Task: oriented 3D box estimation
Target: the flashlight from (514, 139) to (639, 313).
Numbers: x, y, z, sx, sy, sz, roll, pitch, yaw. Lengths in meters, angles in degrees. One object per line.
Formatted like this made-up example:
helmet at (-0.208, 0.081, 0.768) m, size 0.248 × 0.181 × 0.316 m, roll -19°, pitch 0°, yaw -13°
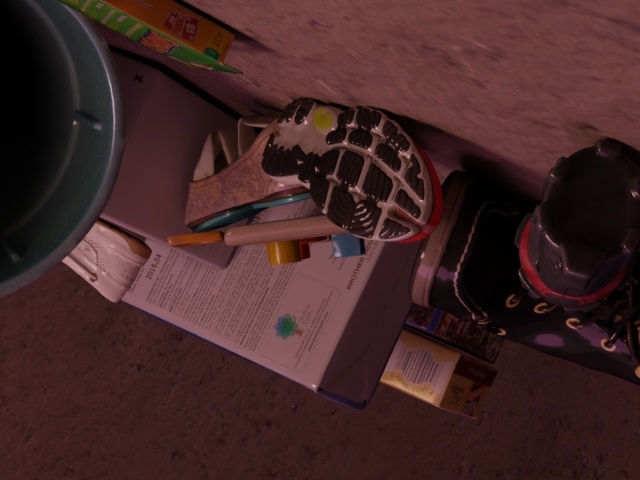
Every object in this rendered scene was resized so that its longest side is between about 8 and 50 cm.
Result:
flashlight at (0.202, -0.009, 1.126) m, size 0.103 × 0.103 × 0.304 m, roll 58°, pitch 179°, yaw 12°

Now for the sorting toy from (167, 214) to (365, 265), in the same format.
sorting toy at (0.000, 0.000, 1.669) m, size 0.348 × 0.047 × 0.196 m, roll -7°, pitch 178°, yaw 12°

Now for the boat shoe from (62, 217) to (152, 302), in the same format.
boat shoe at (-0.339, -0.011, 1.772) m, size 0.277 × 0.096 × 0.098 m, roll 27°, pitch 178°, yaw 22°

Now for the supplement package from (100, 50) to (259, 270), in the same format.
supplement package at (-0.215, -0.103, 1.755) m, size 0.175 × 0.177 × 0.293 m, roll 25°, pitch 177°, yaw 30°

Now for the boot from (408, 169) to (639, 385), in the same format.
boot at (0.249, 0.056, 1.423) m, size 0.284 × 0.138 × 0.377 m, roll 20°, pitch 173°, yaw 18°

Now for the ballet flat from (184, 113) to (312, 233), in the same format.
ballet flat at (-0.075, -0.080, 1.607) m, size 0.108 × 0.106 × 0.316 m, roll -18°, pitch -179°, yaw -29°

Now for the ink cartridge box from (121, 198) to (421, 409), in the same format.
ink cartridge box at (-0.074, 0.017, 1.904) m, size 0.396 × 0.270 × 0.151 m, roll 22°, pitch 173°, yaw 30°

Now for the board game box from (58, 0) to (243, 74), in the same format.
board game box at (-0.186, -0.204, 1.197) m, size 0.259 × 0.039 × 0.124 m, roll 28°, pitch 176°, yaw -28°

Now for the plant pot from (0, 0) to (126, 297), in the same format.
plant pot at (-0.408, -0.145, 1.476) m, size 0.341 × 0.341 × 0.334 m, roll 26°, pitch -175°, yaw -31°

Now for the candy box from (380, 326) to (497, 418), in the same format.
candy box at (0.080, 0.155, 2.141) m, size 0.316 × 0.087 × 0.183 m, roll 23°, pitch 177°, yaw 26°

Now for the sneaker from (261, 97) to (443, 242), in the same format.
sneaker at (0.051, -0.065, 1.342) m, size 0.118 × 0.107 × 0.279 m, roll 19°, pitch -170°, yaw -29°

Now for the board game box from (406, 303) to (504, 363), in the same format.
board game box at (0.132, 0.050, 2.108) m, size 0.232 × 0.141 × 0.291 m, roll 22°, pitch 176°, yaw 28°
